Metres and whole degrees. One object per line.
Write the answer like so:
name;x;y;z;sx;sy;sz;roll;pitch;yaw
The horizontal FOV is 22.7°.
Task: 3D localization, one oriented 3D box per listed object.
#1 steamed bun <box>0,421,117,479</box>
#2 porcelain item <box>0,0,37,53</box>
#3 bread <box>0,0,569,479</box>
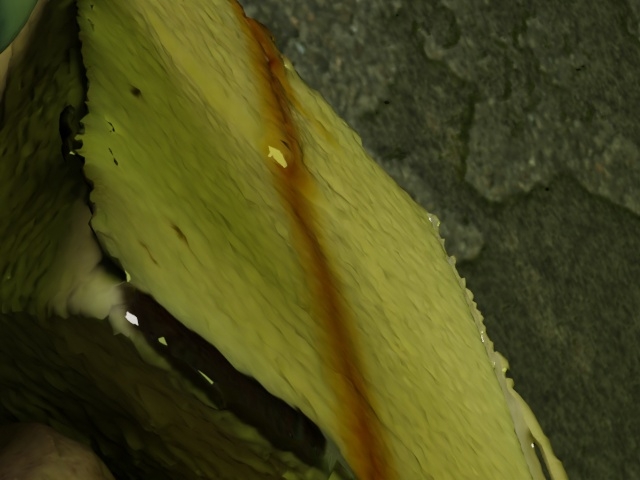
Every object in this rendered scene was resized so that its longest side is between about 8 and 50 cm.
steamed bun;-0.124;0.239;0.545;0.251;0.199;0.301;54;23;-26
porcelain item;-0.226;-0.107;0.542;0.405;0.242;0.178;-30;107;-25
bread;0.000;0.000;0.745;0.345;0.242;0.405;35;56;-27
